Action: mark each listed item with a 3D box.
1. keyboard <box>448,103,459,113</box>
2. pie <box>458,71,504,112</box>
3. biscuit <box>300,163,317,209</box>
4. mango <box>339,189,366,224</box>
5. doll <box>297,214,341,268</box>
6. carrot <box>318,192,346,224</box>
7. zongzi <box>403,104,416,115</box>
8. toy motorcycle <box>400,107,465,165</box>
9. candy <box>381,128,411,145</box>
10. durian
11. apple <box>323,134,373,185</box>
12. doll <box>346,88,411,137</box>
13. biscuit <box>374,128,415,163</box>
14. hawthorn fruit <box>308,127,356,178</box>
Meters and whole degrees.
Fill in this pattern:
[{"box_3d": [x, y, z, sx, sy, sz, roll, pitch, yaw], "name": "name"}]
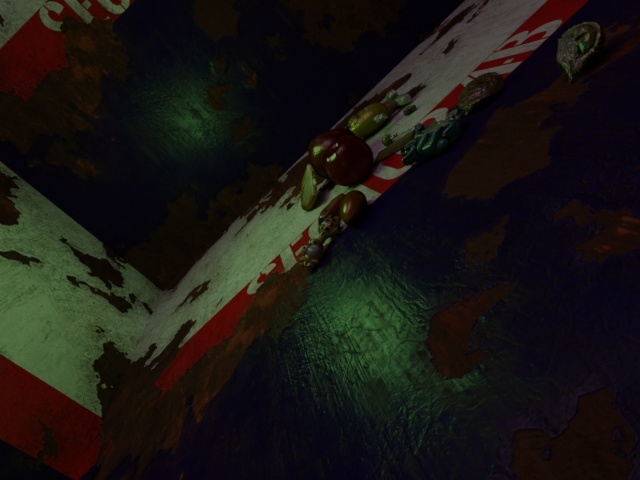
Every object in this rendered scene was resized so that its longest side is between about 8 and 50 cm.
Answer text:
[{"box_3d": [0.592, -0.567, 1.803, 0.053, 0.010, 0.155, -26, 26, 38], "name": "keyboard"}, {"box_3d": [0.653, -0.601, 1.655, 0.194, 0.079, 0.163, -38, 28, 18], "name": "pie"}, {"box_3d": [-0.069, -0.286, 2.357, 0.308, 0.040, 0.204, -100, 27, -46], "name": "biscuit"}, {"box_3d": [0.129, -0.138, 1.712, 0.141, 0.102, 0.217, -41, 16, 29], "name": "mango"}, {"box_3d": [0.000, -0.001, 1.714, 0.117, 0.086, 0.291, 5, 49, 39], "name": "doll"}, {"box_3d": [0.058, -0.139, 1.889, 0.087, 0.087, 0.193, -19, 30, 51], "name": "carrot"}, {"box_3d": [0.511, -0.742, 2.301, 0.076, 0.040, 0.083, -26, 8, 27], "name": "zongzi"}, {"box_3d": [0.456, -0.405, 1.632, 0.297, 0.109, 0.198, -30, 34, 31], "name": "toy motorcycle"}, {"box_3d": [0.392, -0.538, 2.085, 0.194, 0.058, 0.062, -14, 75, 51], "name": "candy"}, {"box_3d": [0.823, -0.587, 1.277, 0.146, 0.103, 0.207, 1, 71, 67], "name": "durian"}, {"box_3d": [0.140, -0.405, 2.067, 0.260, 0.216, 0.260, -37, 24, 20], "name": "apple"}, {"box_3d": [0.357, -0.779, 2.503, 0.423, 0.161, 0.348, -48, 24, -27], "name": "doll"}, {"box_3d": [0.371, -0.468, 2.032, 0.232, 0.016, 0.139, -27, 25, 39], "name": "biscuit"}, {"box_3d": [0.082, -0.505, 2.317, 0.311, 0.295, 0.295, -40, 20, 24], "name": "hawthorn fruit"}]
